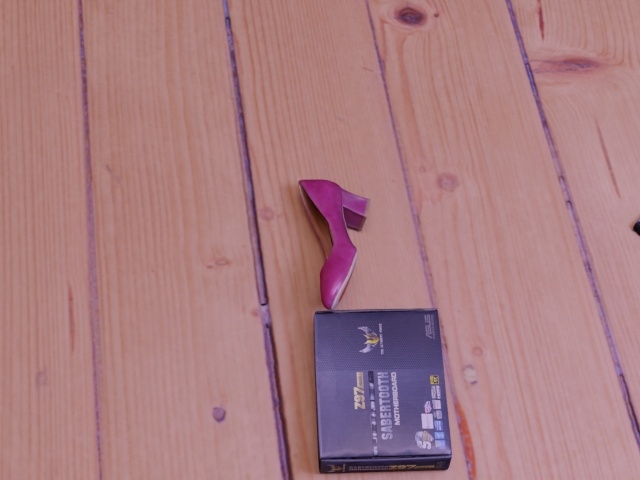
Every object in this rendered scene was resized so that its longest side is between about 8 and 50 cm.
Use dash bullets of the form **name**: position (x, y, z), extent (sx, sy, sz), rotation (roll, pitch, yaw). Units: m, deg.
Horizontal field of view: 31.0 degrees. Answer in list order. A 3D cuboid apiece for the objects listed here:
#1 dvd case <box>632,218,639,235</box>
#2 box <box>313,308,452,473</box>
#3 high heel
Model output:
- **dvd case**: position (0.642, -0.039, 1.821), extent (0.253, 0.022, 0.180), rotation (-39, 68, -22)
- **box**: position (0.084, 0.210, 1.634), extent (0.184, 0.059, 0.232), rotation (-1, 59, -1)
- **high heel**: position (0.000, 0.000, 1.729), extent (0.117, 0.082, 0.244), rotation (18, 50, -2)
